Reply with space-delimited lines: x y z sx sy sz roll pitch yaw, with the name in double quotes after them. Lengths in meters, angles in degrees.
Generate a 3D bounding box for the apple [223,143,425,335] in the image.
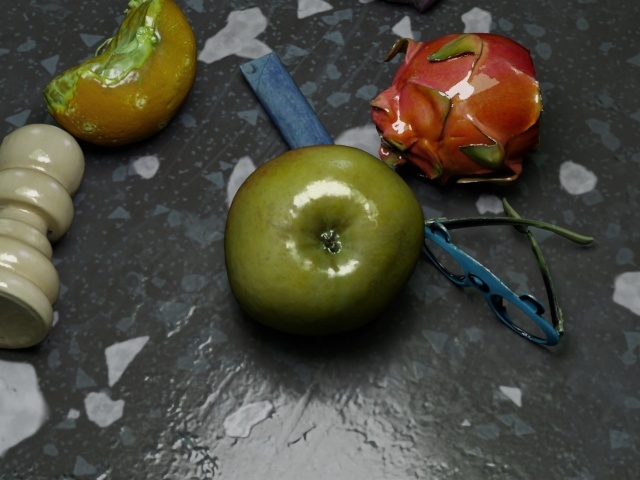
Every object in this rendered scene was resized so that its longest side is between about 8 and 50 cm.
0.000 0.000 1.635 0.261 0.194 0.261 0 89 0 "apple"

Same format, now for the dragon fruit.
0.187 -0.172 1.741 0.227 0.224 0.224 -9 59 15 "dragon fruit"

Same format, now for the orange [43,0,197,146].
-0.258 -0.227 1.798 0.158 0.179 0.237 42 56 -14 "orange"

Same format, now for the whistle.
-0.022 -0.148 1.818 0.062 0.062 0.304 -25 62 -13 "whistle"

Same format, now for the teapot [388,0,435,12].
0.122 -0.405 1.956 0.146 0.148 0.116 32 101 5 "teapot"

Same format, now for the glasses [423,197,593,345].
0.253 0.033 1.716 0.239 0.102 0.207 41 40 22 "glasses"

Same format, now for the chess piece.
-0.394 -0.025 1.702 0.167 0.167 0.299 8 57 5 "chess piece"
